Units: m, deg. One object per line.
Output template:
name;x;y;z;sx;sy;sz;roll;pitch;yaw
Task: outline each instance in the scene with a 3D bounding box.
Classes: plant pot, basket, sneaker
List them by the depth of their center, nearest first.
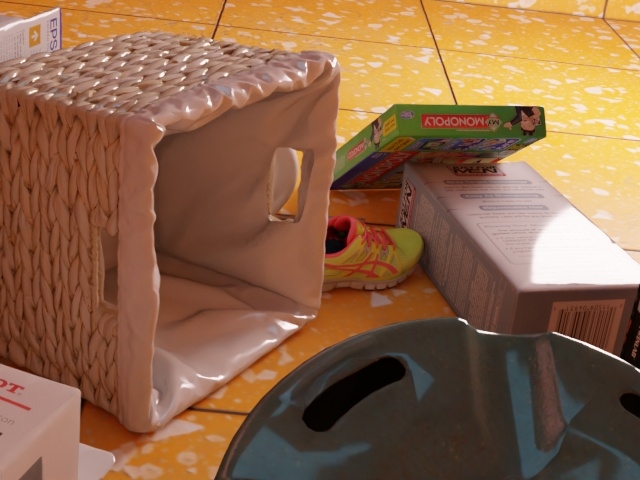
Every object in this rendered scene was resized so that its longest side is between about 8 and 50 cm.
plant pot;0.050;0.236;0.519;0.341;0.334;0.341;9;44;-9
basket;-0.174;-0.038;1.157;0.266;0.328;0.331;19;28;28
sneaker;0.046;0.008;1.368;0.208;0.094;0.081;-11;45;-29

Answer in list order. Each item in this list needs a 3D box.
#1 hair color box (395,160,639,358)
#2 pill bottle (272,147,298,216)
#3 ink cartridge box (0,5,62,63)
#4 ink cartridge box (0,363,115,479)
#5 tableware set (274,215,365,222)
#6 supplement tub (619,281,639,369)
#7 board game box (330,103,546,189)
hair color box;0.245;0.019;1.390;0.185;0.114;0.374;-1;27;-16
pill bottle;-0.156;-0.143;1.569;0.160;0.160;0.283;-6;28;-25
ink cartridge box;-0.385;-0.064;1.154;0.071;0.324;0.330;13;26;12
ink cartridge box;-0.302;0.167;0.734;0.207;0.119;0.353;15;26;14
tableware set;0.000;0.000;1.475;0.141;0.020;0.169;4;26;-5
supplement tub;0.381;0.105;1.151;0.117;0.190;0.117;6;25;-3
board game box;0.147;-0.127;1.546;0.213;0.046;0.317;-3;-9;-18
